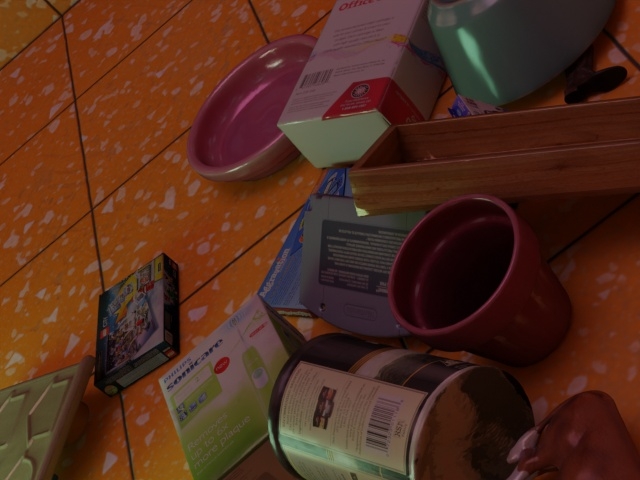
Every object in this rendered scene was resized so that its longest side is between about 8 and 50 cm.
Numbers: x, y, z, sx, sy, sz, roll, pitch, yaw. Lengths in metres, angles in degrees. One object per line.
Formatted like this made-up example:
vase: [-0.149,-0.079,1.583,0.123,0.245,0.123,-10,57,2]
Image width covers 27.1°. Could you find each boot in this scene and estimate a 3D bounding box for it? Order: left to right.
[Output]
boot: [0.407,-0.263,1.979,0.106,0.037,0.114,-23,35,30]

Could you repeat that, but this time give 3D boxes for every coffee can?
coffee can: [0.096,0.233,1.640,0.275,0.201,0.201,8,61,50]

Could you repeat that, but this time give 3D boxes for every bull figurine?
bull figurine: [0.302,0.301,1.433,0.188,0.101,0.310,-37,35,17]

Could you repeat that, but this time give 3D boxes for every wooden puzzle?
wooden puzzle: [-0.511,0.378,2.258,0.348,0.080,0.322,-25,38,42]

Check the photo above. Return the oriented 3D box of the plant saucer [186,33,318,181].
plant saucer: [-0.099,-0.231,2.452,0.332,0.084,0.332,-29,37,25]

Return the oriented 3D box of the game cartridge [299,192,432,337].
game cartridge: [0.078,0.038,1.911,0.297,0.062,0.198,9,101,51]

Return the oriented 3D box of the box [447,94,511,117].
box: [0.254,-0.175,1.961,0.028,0.136,0.081,-62,27,24]

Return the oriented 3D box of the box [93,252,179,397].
box: [-0.321,0.146,2.329,0.159,0.044,0.233,-33,36,20]

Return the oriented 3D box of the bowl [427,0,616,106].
bowl: [0.290,-0.376,2.083,0.311,0.163,0.311,-35,29,22]

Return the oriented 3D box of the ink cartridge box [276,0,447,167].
ink cartridge box: [0.091,-0.284,2.253,0.226,0.131,0.306,-5,49,42]

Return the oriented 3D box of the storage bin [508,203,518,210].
storage bin: [0.188,-0.062,1.959,0.180,0.084,0.122,-32,36,19]

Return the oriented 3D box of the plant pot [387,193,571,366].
plant pot: [0.217,0.067,1.687,0.201,0.180,0.201,-28,45,32]

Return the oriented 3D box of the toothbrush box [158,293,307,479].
toothbrush box: [-0.096,0.243,1.913,0.206,0.122,0.283,-41,32,7]

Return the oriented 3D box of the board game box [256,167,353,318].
board game box: [0.000,0.000,2.149,0.145,0.027,0.281,2,56,47]

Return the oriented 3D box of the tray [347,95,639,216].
tray: [0.264,-0.112,1.765,0.411,0.076,0.203,-5,21,23]
